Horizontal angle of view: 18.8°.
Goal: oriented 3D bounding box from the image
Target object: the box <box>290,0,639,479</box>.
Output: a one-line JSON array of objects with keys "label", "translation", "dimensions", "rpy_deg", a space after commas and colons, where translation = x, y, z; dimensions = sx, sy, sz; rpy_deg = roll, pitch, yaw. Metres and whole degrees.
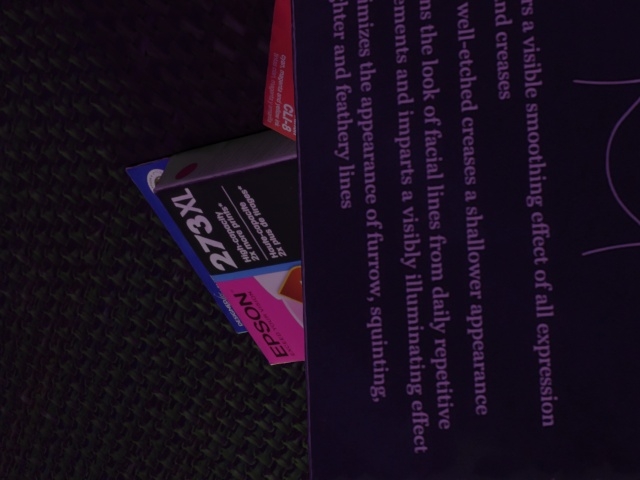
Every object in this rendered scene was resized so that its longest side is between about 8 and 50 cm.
[{"label": "box", "translation": [0.205, -0.028, 0.923], "dimensions": [0.395, 0.212, 0.293], "rpy_deg": [-4, 85, 24]}]

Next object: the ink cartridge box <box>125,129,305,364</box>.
[{"label": "ink cartridge box", "translation": [0.000, 0.000, 1.434], "dimensions": [0.371, 0.069, 0.175], "rpy_deg": [-9, 121, 48]}]

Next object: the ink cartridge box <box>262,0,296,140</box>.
[{"label": "ink cartridge box", "translation": [0.074, -0.110, 1.201], "dimensions": [0.176, 0.128, 0.127], "rpy_deg": [29, 141, 16]}]
